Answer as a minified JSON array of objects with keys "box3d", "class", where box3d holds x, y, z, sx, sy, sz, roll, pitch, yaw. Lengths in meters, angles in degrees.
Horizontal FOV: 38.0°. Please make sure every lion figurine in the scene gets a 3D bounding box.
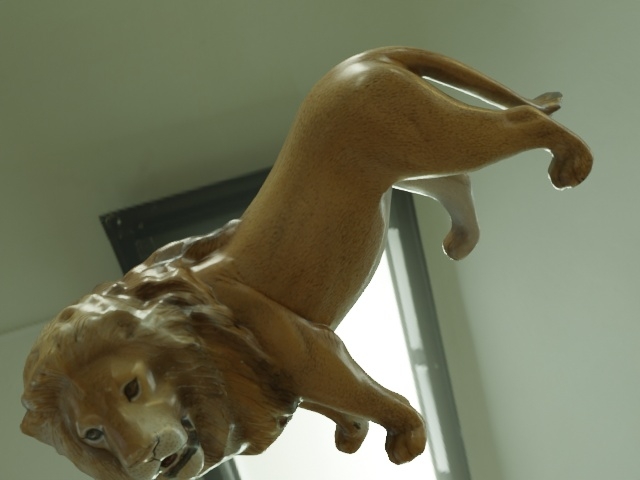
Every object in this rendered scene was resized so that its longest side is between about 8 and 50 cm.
[{"box3d":[0.000,0.000,0.603,0.240,0.142,0.392,35,-105,-21],"class":"lion figurine"}]
